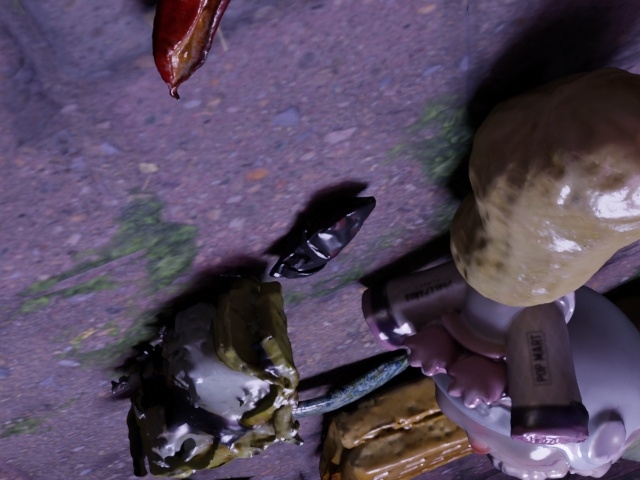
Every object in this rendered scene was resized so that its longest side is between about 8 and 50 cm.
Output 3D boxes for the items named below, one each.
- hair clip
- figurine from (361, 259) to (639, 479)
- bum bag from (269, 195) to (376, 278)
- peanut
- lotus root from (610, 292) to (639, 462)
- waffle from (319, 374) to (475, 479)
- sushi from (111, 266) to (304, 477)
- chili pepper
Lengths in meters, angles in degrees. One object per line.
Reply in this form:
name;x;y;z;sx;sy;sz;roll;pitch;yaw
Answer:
hair clip;0.005;0.176;1.462;0.229;0.036;0.066;-15;163;-18
figurine;0.220;0.127;1.295;0.211;0.253;0.361;-41;149;2
bum bag;0.001;0.001;1.061;0.058;0.034;0.124;-23;163;-38
peanut;0.180;-0.040;1.003;0.147;0.148;0.319;-16;165;-15
lotus root;0.399;0.148;1.641;0.267;0.149;0.260;18;134;-32
waffle;0.114;0.251;1.630;0.224;0.098;0.328;-19;162;-10
sushi;-0.101;0.143;1.163;0.131;0.139;0.291;4;149;-33
chili pepper;-0.051;-0.157;0.628;0.059;0.051;0.268;6;152;-12
